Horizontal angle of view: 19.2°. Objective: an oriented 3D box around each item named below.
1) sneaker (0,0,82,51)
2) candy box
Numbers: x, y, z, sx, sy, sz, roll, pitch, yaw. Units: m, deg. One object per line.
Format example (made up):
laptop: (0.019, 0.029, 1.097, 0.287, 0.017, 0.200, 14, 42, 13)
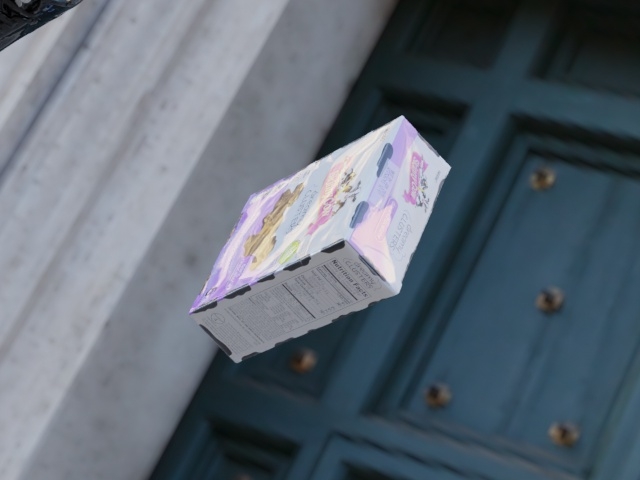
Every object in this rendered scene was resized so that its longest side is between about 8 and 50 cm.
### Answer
sneaker: (-0.260, -0.181, 1.460, 0.079, 0.217, 0.121, 58, -19, -11)
candy box: (0.000, 0.000, 1.625, 0.196, 0.165, 0.070, -26, -63, 39)
